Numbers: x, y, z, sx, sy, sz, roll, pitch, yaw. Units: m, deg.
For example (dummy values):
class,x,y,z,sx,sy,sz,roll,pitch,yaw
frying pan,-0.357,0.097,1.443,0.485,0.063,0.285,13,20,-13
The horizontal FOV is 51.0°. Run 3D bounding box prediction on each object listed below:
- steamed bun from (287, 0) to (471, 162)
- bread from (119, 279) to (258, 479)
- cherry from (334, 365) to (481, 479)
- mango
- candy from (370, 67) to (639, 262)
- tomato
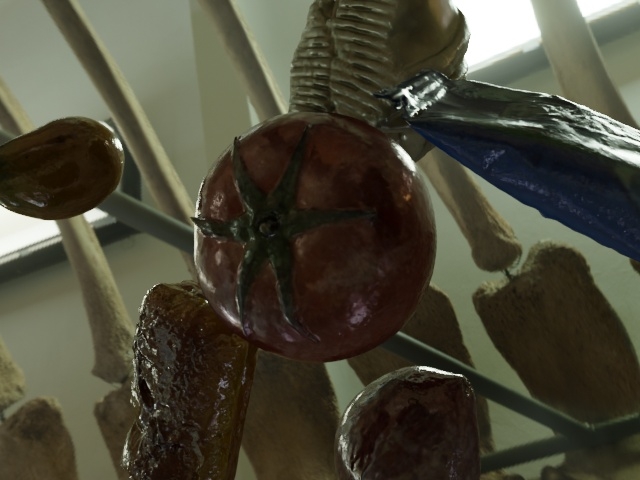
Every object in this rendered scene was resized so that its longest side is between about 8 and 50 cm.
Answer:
class,x,y,z,sx,sy,sz,roll,pitch,yaw
steamed bun,0.106,-0.258,1.041,0.310,0.219,0.324,-18,-116,49
bread,-0.196,0.249,0.927,0.185,0.109,0.380,16,-77,24
cherry,0.130,0.306,0.981,0.230,0.203,0.300,-111,-142,-57
mango,-0.410,-0.107,1.052,0.120,0.151,0.221,6,-146,43
candy,0.204,-0.050,0.502,0.331,0.187,0.077,25,-66,8
tomato,0.000,0.000,0.726,0.265,0.265,0.265,-11,-120,20
